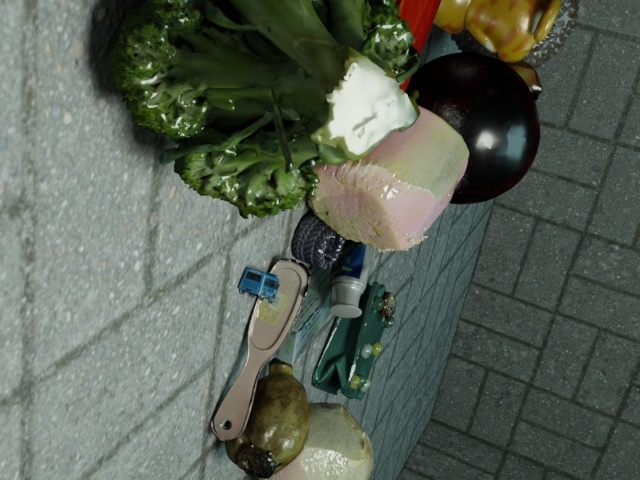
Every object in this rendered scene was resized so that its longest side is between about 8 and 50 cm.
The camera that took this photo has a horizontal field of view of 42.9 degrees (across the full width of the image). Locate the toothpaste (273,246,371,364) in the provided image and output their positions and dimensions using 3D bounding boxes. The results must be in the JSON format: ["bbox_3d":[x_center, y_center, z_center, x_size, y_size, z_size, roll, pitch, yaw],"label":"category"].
[{"bbox_3d":[0.003,0.092,1.511,0.336,0.067,0.081,-48,153,-49],"label":"toothpaste"}]

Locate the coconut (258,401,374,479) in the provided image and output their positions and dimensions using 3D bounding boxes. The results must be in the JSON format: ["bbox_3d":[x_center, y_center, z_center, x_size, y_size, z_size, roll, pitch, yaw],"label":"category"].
[{"bbox_3d":[-0.007,0.430,1.604,0.227,0.227,0.230,-12,121,-69],"label":"coconut"}]

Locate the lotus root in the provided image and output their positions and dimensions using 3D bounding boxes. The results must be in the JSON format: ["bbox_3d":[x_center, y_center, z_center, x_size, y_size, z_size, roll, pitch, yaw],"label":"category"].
[{"bbox_3d":[-0.081,0.297,1.378,0.138,0.138,0.214,87,18,-51],"label":"lotus root"}]

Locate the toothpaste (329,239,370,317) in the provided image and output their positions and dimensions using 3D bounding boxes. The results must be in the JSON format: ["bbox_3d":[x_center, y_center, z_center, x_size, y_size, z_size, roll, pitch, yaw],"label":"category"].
[{"bbox_3d":[0.058,0.009,1.468,0.096,0.061,0.266,-29,-136,48],"label":"toothpaste"}]

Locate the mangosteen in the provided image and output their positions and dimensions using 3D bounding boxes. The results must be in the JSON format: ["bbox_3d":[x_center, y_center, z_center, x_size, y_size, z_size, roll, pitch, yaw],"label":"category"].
[{"bbox_3d":[0.300,-0.230,1.632,0.347,0.307,0.306,-27,137,-43],"label":"mangosteen"}]

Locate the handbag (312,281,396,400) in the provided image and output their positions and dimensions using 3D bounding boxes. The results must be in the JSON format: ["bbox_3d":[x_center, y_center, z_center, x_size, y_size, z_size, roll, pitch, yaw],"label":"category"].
[{"bbox_3d":[0.096,0.235,1.881,0.274,0.100,0.269,-66,161,-10],"label":"handbag"}]

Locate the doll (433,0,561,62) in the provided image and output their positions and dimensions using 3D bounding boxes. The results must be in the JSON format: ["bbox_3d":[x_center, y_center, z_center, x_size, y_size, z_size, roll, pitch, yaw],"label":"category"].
[{"bbox_3d":[0.306,-0.442,1.517,0.162,0.270,0.166,90,23,-61],"label":"doll"}]

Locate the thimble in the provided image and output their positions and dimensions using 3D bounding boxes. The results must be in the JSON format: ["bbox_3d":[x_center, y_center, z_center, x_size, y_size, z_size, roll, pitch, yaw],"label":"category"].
[{"bbox_3d":[0.000,-0.001,1.402,0.095,0.066,0.104,-63,161,-13],"label":"thimble"}]

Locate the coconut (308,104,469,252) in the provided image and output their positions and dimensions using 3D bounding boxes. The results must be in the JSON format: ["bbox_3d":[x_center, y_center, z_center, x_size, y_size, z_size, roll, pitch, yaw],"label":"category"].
[{"bbox_3d":[0.117,-0.119,1.347,0.245,0.233,0.233,-55,157,-30],"label":"coconut"}]

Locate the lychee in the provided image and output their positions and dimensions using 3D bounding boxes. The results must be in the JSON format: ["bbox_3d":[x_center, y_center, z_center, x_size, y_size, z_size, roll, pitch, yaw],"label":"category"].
[{"bbox_3d":[0.393,-0.497,1.716,0.300,0.300,0.300,-56,157,-38],"label":"lychee"}]

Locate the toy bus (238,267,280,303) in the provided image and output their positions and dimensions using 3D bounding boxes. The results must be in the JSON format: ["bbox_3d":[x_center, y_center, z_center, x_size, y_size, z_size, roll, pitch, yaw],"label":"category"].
[{"bbox_3d":[-0.092,0.068,1.252,0.083,0.038,0.046,31,76,-72],"label":"toy bus"}]

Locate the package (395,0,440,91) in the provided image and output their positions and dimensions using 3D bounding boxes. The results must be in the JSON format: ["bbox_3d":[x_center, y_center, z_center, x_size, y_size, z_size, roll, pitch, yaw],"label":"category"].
[{"bbox_3d":[0.087,-0.335,1.214,0.423,0.123,0.196,-66,160,-18],"label":"package"}]

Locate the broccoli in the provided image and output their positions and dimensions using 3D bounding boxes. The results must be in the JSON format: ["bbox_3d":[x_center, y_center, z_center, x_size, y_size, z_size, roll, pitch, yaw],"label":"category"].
[{"bbox_3d":[-0.043,-0.163,0.774,0.321,0.283,0.303,23,102,-42],"label":"broccoli"}]

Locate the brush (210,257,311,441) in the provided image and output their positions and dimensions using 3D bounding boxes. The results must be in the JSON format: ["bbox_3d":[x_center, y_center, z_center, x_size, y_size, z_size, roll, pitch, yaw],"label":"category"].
[{"bbox_3d":[-0.096,0.178,1.325,0.067,0.072,0.312,62,50,-85],"label":"brush"}]
